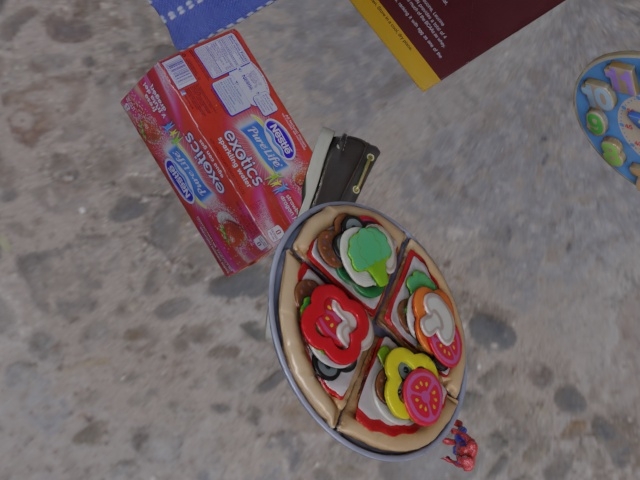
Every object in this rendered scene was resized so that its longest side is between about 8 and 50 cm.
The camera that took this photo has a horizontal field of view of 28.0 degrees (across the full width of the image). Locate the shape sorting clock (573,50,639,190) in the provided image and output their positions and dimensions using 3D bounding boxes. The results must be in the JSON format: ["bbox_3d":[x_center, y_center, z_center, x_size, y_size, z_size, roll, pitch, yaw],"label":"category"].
[{"bbox_3d":[0.324,-0.095,1.189,0.206,0.206,0.040,42,66,0],"label":"shape sorting clock"}]

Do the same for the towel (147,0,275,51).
[{"bbox_3d":[-0.067,-0.261,0.495,0.243,0.040,0.336,-24,106,40],"label":"towel"}]

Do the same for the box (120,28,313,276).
[{"bbox_3d":[-0.107,-0.104,1.541,0.257,0.128,0.122,58,144,0],"label":"box"}]

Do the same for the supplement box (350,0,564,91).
[{"bbox_3d":[0.111,-0.270,1.074,0.194,0.129,0.191,-32,115,23],"label":"supplement box"}]

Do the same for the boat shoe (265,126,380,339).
[{"bbox_3d":[0.000,0.000,1.316,0.069,0.081,0.227,17,86,-1],"label":"boat shoe"}]

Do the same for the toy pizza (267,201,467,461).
[{"bbox_3d":[0.045,0.062,0.951,0.032,0.201,0.201,-27,97,43],"label":"toy pizza"}]

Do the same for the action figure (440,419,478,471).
[{"bbox_3d":[0.146,0.218,1.355,0.030,0.115,0.038,12,96,-7],"label":"action figure"}]
